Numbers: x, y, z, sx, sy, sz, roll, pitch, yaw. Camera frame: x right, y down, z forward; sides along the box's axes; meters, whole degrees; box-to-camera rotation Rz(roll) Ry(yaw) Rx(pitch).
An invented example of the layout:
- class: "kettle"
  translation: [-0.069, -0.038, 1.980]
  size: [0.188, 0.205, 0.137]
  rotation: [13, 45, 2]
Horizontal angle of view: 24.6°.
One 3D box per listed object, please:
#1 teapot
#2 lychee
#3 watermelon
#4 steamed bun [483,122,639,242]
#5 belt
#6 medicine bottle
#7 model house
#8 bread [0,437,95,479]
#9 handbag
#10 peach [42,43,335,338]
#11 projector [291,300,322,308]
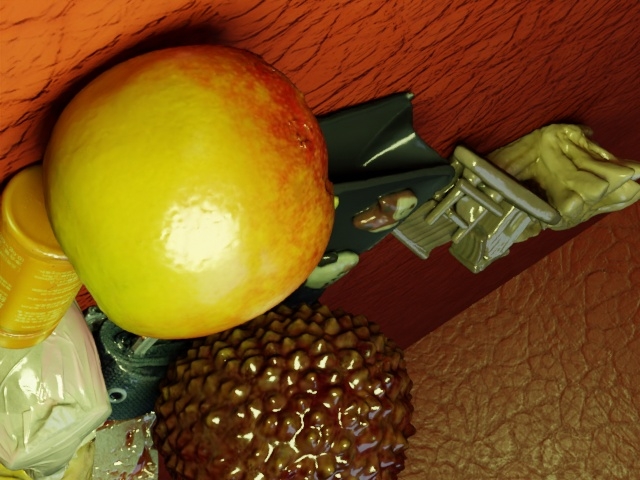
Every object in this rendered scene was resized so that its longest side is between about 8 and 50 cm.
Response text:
- class: "teapot"
  translation: [-0.310, 0.155, 1.472]
  size: [0.221, 0.178, 0.163]
  rotation: [-41, 165, 36]
- class: "lychee"
  translation: [-0.043, 0.217, 1.679]
  size: [0.330, 0.306, 0.306]
  rotation: [-44, 166, 10]
- class: "watermelon"
  translation: [-0.309, 0.312, 2.044]
  size: [0.213, 0.201, 0.261]
  rotation: [-21, 169, -14]
- class: "steamed bun"
  translation: [0.370, -0.085, 2.297]
  size: [0.428, 0.189, 0.247]
  rotation: [-15, 150, -55]
- class: "belt"
  translation: [-0.210, 0.133, 1.781]
  size: [0.128, 0.122, 0.218]
  rotation: [-42, 164, 24]
- class: "medicine bottle"
  translation: [-0.250, 0.016, 1.284]
  size: [0.096, 0.096, 0.192]
  rotation: [-25, 166, -34]
- class: "model house"
  translation: [0.206, -0.040, 2.074]
  size: [0.229, 0.122, 0.188]
  rotation: [30, 115, -37]
- class: "bread"
  translation: [-0.366, 0.268, 1.784]
  size: [0.197, 0.197, 0.170]
  rotation: [-24, 154, -36]
- class: "handbag"
  translation: [-0.042, -0.016, 1.648]
  size: [0.329, 0.122, 0.303]
  rotation: [-18, 161, -47]
- class: "peach"
  translation: [-0.101, -0.040, 1.143]
  size: [0.231, 0.231, 0.231]
  rotation: [-32, 168, -8]
- class: "projector"
  translation: [-0.071, 0.216, 2.156]
  size: [0.249, 0.248, 0.248]
  rotation: [-34, 167, 3]
